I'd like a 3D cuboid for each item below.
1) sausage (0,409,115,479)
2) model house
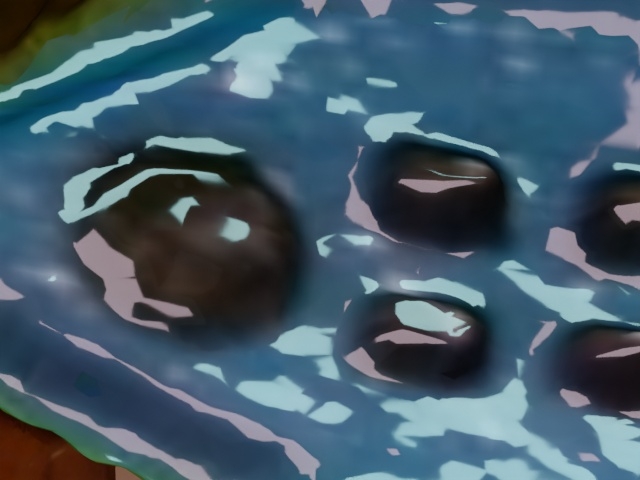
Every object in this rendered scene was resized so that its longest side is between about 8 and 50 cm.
[{"bbox_3d":[-0.206,0.078,0.721,0.268,0.153,0.141,26,118,-37],"label":"sausage"},{"bbox_3d":[0.009,-0.059,0.512,0.303,0.237,0.216,1,128,6],"label":"model house"}]
